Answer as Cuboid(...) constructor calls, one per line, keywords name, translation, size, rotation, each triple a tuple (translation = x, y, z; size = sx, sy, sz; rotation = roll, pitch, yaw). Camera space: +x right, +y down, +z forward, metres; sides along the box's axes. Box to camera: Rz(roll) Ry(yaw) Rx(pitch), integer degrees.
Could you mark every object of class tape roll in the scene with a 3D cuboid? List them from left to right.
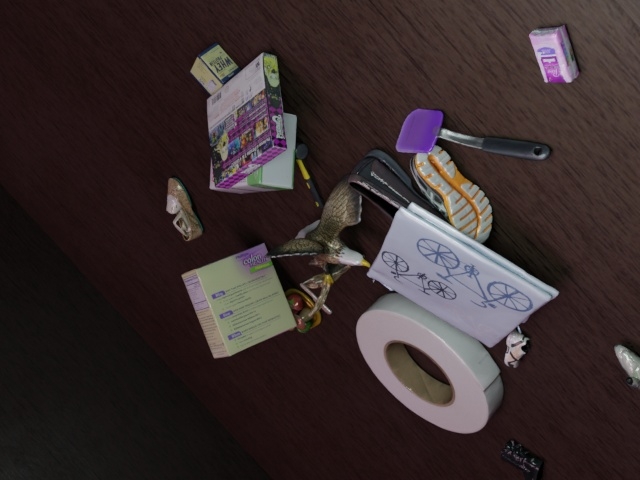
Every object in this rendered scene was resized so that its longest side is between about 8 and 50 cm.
Cuboid(name="tape roll", translation=(0.253, 0.293, 2.084), size=(0.392, 0.072, 0.392), rotation=(34, 149, 24))

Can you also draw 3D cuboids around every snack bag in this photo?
Cuboid(name="snack bag", translation=(0.262, 0.080, 1.719), size=(0.323, 0.037, 0.342), rotation=(30, 156, 6))

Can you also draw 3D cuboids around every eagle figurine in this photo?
Cuboid(name="eagle figurine", translation=(0.011, 0.001, 1.908), size=(0.225, 0.226, 0.298), rotation=(-7, 149, 14))

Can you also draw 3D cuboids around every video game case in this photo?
Cuboid(name="video game case", translation=(-0.157, -0.243, 1.825), size=(0.232, 0.042, 0.210), rotation=(-28, 63, 48))

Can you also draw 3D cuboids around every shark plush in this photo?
Cuboid(name="shark plush", translation=(0.598, 0.251, 1.611), size=(0.161, 0.073, 0.067), rotation=(37, 178, -26))

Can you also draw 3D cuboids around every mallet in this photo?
Cuboid(name="mallet", translation=(-0.026, -0.143, 1.954), size=(0.062, 0.039, 0.189), rotation=(16, 143, 51))

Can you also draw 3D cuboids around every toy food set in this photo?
Cuboid(name="toy food set", translation=(-0.068, 0.201, 2.402), size=(0.128, 0.071, 0.218), rotation=(47, 151, -1))

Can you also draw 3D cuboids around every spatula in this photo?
Cuboid(name="spatula", translation=(0.257, -0.173, 1.512), size=(0.296, 0.084, 0.030), rotation=(15, 175, 35))

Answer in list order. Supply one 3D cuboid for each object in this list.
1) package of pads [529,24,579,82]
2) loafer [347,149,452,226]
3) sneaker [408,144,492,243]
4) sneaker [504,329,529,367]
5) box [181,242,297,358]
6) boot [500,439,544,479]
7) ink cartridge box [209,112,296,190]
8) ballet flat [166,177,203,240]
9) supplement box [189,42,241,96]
Cuboid(name="package of pads", translation=(0.342, -0.272, 1.288), size=(0.050, 0.032, 0.083), rotation=(12, 136, 51))
Cuboid(name="loafer", translation=(0.174, -0.042, 1.740), size=(0.302, 0.095, 0.109), rotation=(47, 152, 1))
Cuboid(name="sneaker", translation=(0.240, -0.084, 1.629), size=(0.215, 0.084, 0.083), rotation=(56, 164, -9))
Cuboid(name="sneaker", translation=(0.409, 0.232, 1.826), size=(0.044, 0.040, 0.109), rotation=(26, 146, 31))
Cuboid(name="box", translation=(-0.216, 0.160, 2.336), size=(0.117, 0.213, 0.243), rotation=(-19, 93, 60))
Cuboid(name="boot", translation=(0.480, 0.541, 2.113), size=(0.099, 0.045, 0.121), rotation=(26, 138, 30))
Cuboid(name="ink cartridge box", translation=(-0.151, -0.189, 1.925), size=(0.219, 0.092, 0.160), rotation=(-2, 85, 53))
Cuboid(name="ballet flat", translation=(-0.395, -0.081, 2.497), size=(0.073, 0.067, 0.206), rotation=(16, 138, 45))
Cuboid(name="supplement box", translation=(-0.230, -0.368, 1.919), size=(0.083, 0.056, 0.083), rotation=(48, 152, -1))
